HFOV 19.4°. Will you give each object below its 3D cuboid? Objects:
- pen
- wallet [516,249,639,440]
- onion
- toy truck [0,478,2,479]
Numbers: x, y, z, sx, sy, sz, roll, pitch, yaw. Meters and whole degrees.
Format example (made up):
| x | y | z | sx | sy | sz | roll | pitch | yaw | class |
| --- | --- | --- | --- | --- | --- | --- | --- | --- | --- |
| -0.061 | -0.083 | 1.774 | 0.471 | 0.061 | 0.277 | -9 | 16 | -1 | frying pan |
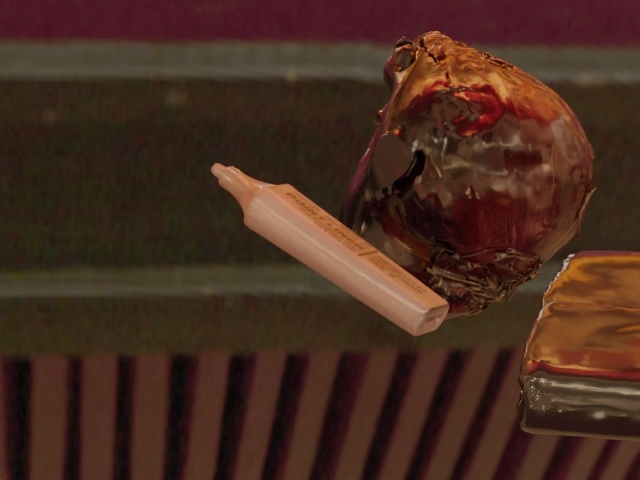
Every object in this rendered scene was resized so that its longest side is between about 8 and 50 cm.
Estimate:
| x | y | z | sx | sy | sz | roll | pitch | yaw | class |
| --- | --- | --- | --- | --- | --- | --- | --- | --- | --- |
| 0.000 | 0.000 | 1.270 | 0.197 | 0.032 | 0.053 | 34 | 21 | 21 | pen |
| 0.325 | 0.060 | 1.030 | 0.406 | 0.062 | 0.228 | 1 | 17 | 17 | wallet |
| 0.129 | -0.043 | 1.776 | 0.221 | 0.281 | 0.281 | -6 | 52 | -48 | onion |
| -0.414 | 0.217 | 1.499 | 0.305 | 0.136 | 0.162 | 4 | 57 | 22 | toy truck |
